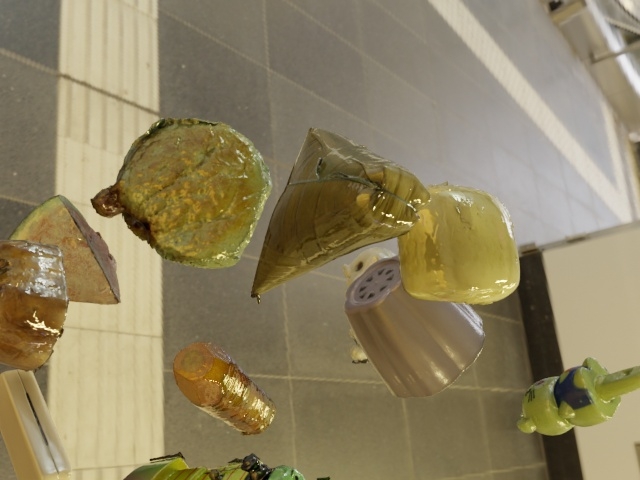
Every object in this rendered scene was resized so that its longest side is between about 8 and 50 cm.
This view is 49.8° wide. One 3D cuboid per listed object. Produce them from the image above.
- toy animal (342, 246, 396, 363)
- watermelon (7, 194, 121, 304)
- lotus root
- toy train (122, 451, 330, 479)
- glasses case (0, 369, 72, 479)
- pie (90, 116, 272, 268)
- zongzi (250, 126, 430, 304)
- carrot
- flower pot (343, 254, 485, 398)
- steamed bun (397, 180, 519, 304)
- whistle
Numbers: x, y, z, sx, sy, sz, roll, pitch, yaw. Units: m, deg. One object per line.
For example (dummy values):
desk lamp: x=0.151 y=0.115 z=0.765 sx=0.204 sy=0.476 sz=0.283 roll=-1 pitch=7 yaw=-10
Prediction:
toy animal: x=0.152 y=0.171 z=1.779 sx=0.249 sy=0.174 sz=0.289 roll=-95 pitch=-178 yaw=-56
watermelon: x=-0.658 y=0.087 z=1.751 sx=0.292 sy=0.251 sz=0.283 roll=63 pitch=6 yaw=27
lotus root: x=-0.617 y=0.111 z=1.325 sx=0.192 sy=0.272 sz=0.272 roll=26 pitch=56 yaw=-43
toy train: x=-0.105 y=0.313 z=0.768 sx=0.160 sy=0.296 sz=0.100 roll=60 pitch=37 yaw=-14
glasses case: x=-0.715 y=0.482 z=1.696 sx=0.076 sy=0.144 sz=0.336 roll=-3 pitch=44 yaw=-43
pie: x=-0.325 y=-0.123 z=1.785 sx=0.395 sy=0.418 sz=0.180 roll=-59 pitch=163 yaw=-20
zongzi: x=0.000 y=0.000 z=0.824 sx=0.115 sy=0.228 sz=0.256 roll=28 pitch=97 yaw=-27
carrot: x=-0.182 y=0.292 z=1.331 sx=0.301 sy=0.114 sz=0.114 roll=61 pitch=30 yaw=-53
flower pot: x=0.191 y=0.169 z=1.515 sx=0.243 sy=0.265 sz=0.265 roll=52 pitch=39 yaw=-18
steamed bun: x=0.266 y=0.006 z=1.281 sx=0.273 sy=0.166 sz=0.231 roll=8 pitch=81 yaw=-40
whistle: x=0.383 y=0.227 z=1.011 sx=0.105 sy=0.227 sz=0.085 roll=-27 pitch=82 yaw=-46
